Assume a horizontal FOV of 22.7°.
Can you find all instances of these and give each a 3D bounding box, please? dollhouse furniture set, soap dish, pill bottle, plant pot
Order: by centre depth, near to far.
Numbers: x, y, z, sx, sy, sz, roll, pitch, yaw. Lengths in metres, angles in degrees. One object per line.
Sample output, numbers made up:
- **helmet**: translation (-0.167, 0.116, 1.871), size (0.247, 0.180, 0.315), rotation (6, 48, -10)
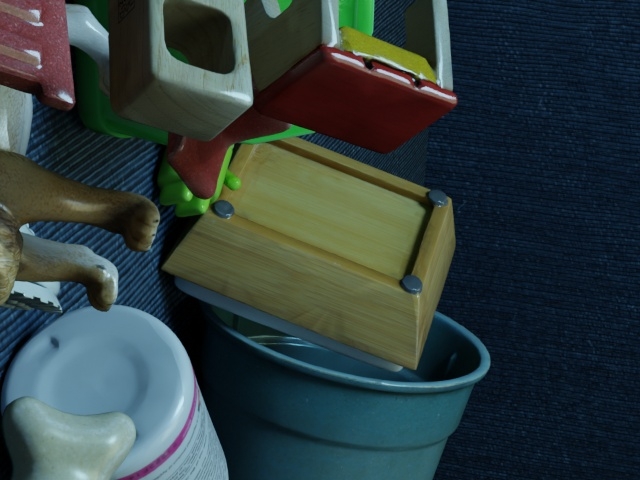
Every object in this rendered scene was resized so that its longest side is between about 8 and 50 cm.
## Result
- **dollhouse furniture set**: translation (-0.124, -0.075, 0.843), size (0.374, 0.201, 0.152), rotation (16, 56, -36)
- **pill bottle**: translation (-0.168, 0.193, 1.403), size (0.283, 0.160, 0.160), rotation (78, 23, -56)
- **soap dish**: translation (0.000, 0.000, 1.735), size (0.229, 0.290, 0.118), rotation (-66, 177, -51)
- **plant pot**: translation (-0.006, 0.250, 1.859), size (0.341, 0.341, 0.334), rotation (-42, 146, -72)

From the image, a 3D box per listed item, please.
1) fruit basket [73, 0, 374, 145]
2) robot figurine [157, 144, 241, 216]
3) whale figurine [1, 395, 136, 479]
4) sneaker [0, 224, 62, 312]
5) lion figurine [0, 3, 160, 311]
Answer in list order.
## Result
- **fruit basket**: translation (-0.094, -0.286, 1.394), size (0.392, 0.283, 0.392), rotation (37, -47, 53)
- **robot figurine**: translation (-0.127, -0.082, 1.634), size (0.101, 0.067, 0.115), rotation (39, 54, -39)
- **whale figurine**: translation (-0.219, 0.257, 1.213), size (0.141, 0.216, 0.272), rotation (173, -74, -66)
- **sneaker**: translation (-0.241, -0.004, 1.141), size (0.235, 0.090, 0.095), rotation (56, 34, -74)
- **lion figurine**: translation (-0.225, -0.092, 1.004), size (0.142, 0.240, 0.392), rotation (-47, -142, 49)
